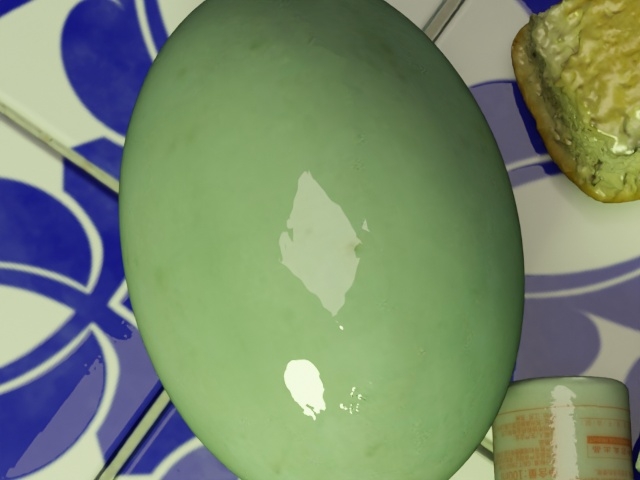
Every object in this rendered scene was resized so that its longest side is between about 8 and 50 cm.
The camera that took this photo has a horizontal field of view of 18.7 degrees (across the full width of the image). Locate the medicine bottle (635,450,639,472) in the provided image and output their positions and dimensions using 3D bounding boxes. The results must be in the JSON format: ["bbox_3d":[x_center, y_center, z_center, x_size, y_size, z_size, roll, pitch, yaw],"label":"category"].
[{"bbox_3d":[0.324,0.070,1.372,0.145,0.144,0.252,19,77,9],"label":"medicine bottle"}]

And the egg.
[{"bbox_3d":[0.000,0.000,1.350,0.276,0.276,0.388,-13,79,2],"label":"egg"}]

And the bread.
[{"bbox_3d":[0.269,-0.140,1.438,0.246,0.121,0.174,-28,67,3],"label":"bread"}]

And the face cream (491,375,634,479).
[{"bbox_3d":[0.175,0.225,1.371,0.101,0.101,0.251,-3,76,5],"label":"face cream"}]
